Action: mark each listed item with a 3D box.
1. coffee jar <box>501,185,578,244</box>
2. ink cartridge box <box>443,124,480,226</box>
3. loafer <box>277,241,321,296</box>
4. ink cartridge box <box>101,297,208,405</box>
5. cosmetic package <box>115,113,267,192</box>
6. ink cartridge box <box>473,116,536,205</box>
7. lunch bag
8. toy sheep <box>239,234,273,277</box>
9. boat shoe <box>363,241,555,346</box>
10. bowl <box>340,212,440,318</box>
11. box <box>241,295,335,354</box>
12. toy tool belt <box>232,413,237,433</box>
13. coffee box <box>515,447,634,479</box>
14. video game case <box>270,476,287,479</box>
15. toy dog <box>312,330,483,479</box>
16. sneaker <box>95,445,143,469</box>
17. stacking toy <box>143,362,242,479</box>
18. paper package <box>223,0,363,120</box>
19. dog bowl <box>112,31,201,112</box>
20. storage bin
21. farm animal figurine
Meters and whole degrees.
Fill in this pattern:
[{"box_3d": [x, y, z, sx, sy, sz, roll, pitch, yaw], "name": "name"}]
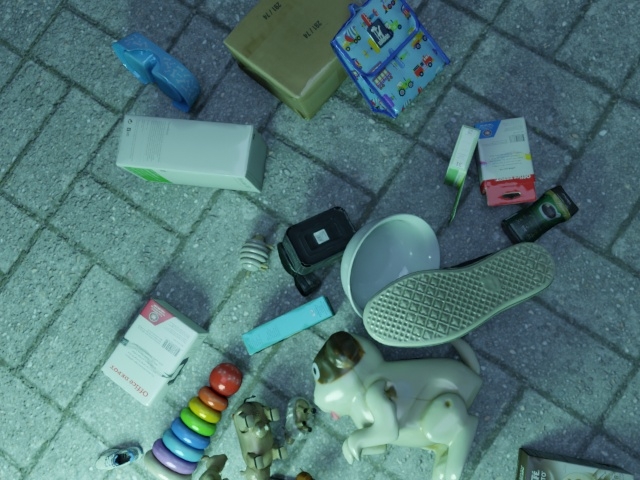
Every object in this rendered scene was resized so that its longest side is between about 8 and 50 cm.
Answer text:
[{"box_3d": [0.581, -0.062, 1.482, 0.184, 0.079, 0.096, -33, 80, 2], "name": "coffee jar"}, {"box_3d": [0.356, -0.164, 1.479, 0.056, 0.171, 0.235, 20, 85, 10], "name": "ink cartridge box"}, {"box_3d": [-0.063, 0.072, 1.561, 0.061, 0.062, 0.170, -28, 81, -20], "name": "loafer"}, {"box_3d": [-0.455, 0.306, 1.548, 0.172, 0.100, 0.237, 34, 86, 11], "name": "ink cartridge box"}, {"box_3d": [-0.350, -0.242, 1.569, 0.365, 0.197, 0.155, 7, 83, 10], "name": "cosmetic package"}, {"box_3d": [0.495, -0.204, 1.514, 0.134, 0.078, 0.231, -6, 81, 7], "name": "ink cartridge box"}, {"box_3d": [0.167, -0.515, 1.496, 0.221, 0.138, 0.293, -46, 121, -1], "name": "lunch bag"}, {"box_3d": [-0.184, 0.043, 1.561, 0.091, 0.091, 0.132, 8, 64, 8], "name": "toy sheep"}, {"box_3d": [0.343, 0.144, 1.405, 0.500, 0.156, 0.187, -20, 74, -10], "name": "boat shoe"}, {"box_3d": [0.159, 0.064, 1.460, 0.297, 0.134, 0.298, -8, 106, -31], "name": "bowl"}, {"box_3d": [-0.083, 0.228, 1.513, 0.244, 0.100, 0.060, -26, 80, 3], "name": "box"}, {"box_3d": [-0.204, 0.503, 1.520, 0.051, 0.052, 0.083, -15, 82, -26], "name": "toy tool belt"}, {"box_3d": [0.613, 0.608, 1.370, 0.246, 0.098, 0.141, 8, 82, 8], "name": "coffee box"}, {"box_3d": [-0.064, 0.783, 1.469, 0.196, 0.026, 0.274, 8, 82, 8], "name": "video game case"}, {"box_3d": [0.171, 0.370, 1.374, 0.407, 0.284, 0.396, 20, 77, 10], "name": "toy dog"}, {"box_3d": [-0.563, 0.600, 1.541, 0.135, 0.058, 0.052, -19, 80, 5], "name": "sneaker"}, {"box_3d": [-0.323, 0.476, 1.496, 0.141, 0.141, 0.330, 32, 83, 10], "name": "stacking toy"}, {"box_3d": [-0.052, -0.567, 1.592, 0.309, 0.168, 0.325, 40, 89, 12], "name": "paper package"}, {"box_3d": [-0.473, -0.499, 1.644, 0.297, 0.166, 0.074, 37, 76, 11], "name": "dog bowl"}, {"box_3d": [0.000, 0.000, 1.517, 0.180, 0.084, 0.122, -24, 79, -17], "name": "storage bin"}, {"box_3d": [-0.178, 0.559, 1.416, 0.330, 0.172, 0.327, 11, 70, -26], "name": "farm animal figurine"}]
